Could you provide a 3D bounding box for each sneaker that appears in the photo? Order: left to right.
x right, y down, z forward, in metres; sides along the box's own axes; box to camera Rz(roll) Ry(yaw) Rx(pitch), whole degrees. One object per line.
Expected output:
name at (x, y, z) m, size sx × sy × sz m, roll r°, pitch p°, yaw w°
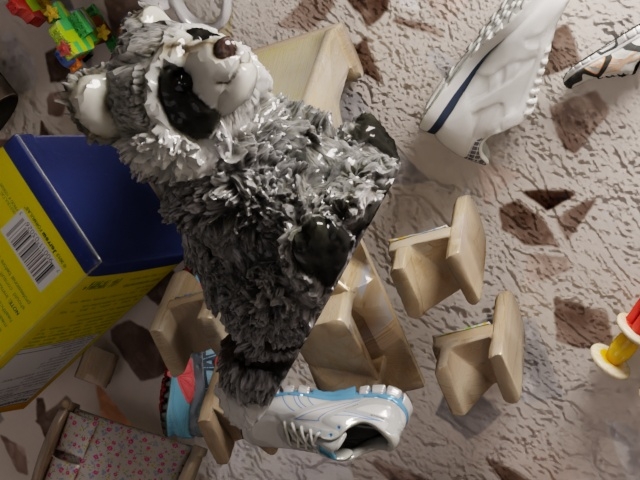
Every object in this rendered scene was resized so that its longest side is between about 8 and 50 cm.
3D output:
sneaker at (-0.125, 0.120, 1.846) m, size 0.125 × 0.104 × 0.262 m, roll 8°, pitch 102°, yaw -11°
sneaker at (0.001, 0.202, 1.592) m, size 0.190 × 0.083 × 0.071 m, roll -9°, pitch 121°, yaw 16°
sneaker at (0.203, -0.186, 1.579) m, size 0.095 × 0.090 × 0.235 m, roll 35°, pitch 123°, yaw -4°
sneaker at (0.302, -0.183, 1.546) m, size 0.109 × 0.040 × 0.044 m, roll -30°, pitch 94°, yaw 31°

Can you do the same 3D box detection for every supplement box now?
supplement box at (-0.372, 0.050, 1.830) m, size 0.356 × 0.194 × 0.195 m, roll -41°, pitch 75°, yaw 24°

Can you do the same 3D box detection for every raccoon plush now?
raccoon plush at (-0.126, -0.008, 1.424) m, size 0.299 × 0.216 × 0.446 m, roll 28°, pitch 122°, yaw 1°

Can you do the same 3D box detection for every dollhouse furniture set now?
dollhouse furniture set at (-0.229, 0.331, 1.836) m, size 0.303 × 0.174 × 0.355 m, roll 16°, pitch 80°, yaw 11°
dollhouse furniture set at (0.000, 0.000, 1.668) m, size 0.362 × 0.256 × 0.394 m, roll -15°, pitch 118°, yaw 18°

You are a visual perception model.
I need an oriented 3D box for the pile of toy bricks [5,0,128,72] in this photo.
pile of toy bricks at (-0.286, -0.244, 1.777) m, size 0.118 × 0.105 × 0.212 m, roll -36°, pitch 89°, yaw 31°

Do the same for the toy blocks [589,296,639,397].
toy blocks at (0.380, 0.105, 1.598) m, size 0.123 × 0.054 × 0.148 m, roll 40°, pitch 119°, yaw 10°

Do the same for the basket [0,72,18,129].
basket at (-0.508, -0.211, 1.873) m, size 0.227 × 0.154 × 0.204 m, roll 43°, pitch 96°, yaw 2°

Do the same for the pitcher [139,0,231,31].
pitcher at (-0.144, -0.339, 1.678) m, size 0.178 × 0.125 × 0.207 m, roll 36°, pitch 132°, yaw -12°
